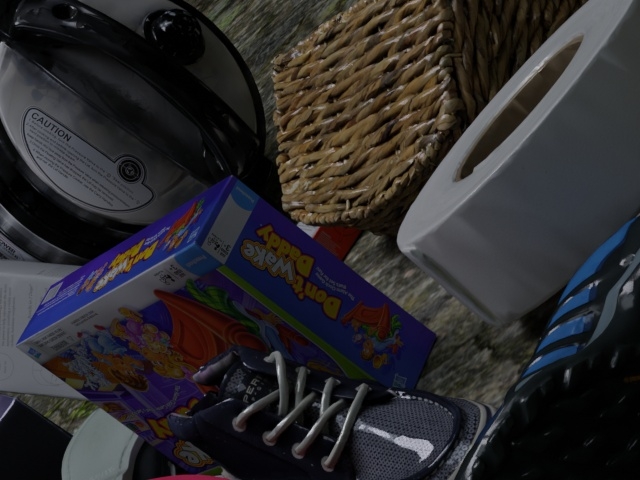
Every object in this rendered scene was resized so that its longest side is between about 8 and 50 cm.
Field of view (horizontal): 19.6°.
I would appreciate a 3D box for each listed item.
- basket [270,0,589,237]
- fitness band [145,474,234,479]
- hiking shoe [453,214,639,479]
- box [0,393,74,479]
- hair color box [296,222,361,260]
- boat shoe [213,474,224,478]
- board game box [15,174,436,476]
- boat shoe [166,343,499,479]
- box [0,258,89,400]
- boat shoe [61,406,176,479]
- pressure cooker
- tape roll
[{"bbox_3d":[0.122,-0.114,1.759,0.299,0.223,0.213,-28,63,52],"label":"basket"},{"bbox_3d":[-0.085,0.264,1.370,0.291,0.054,0.209,12,37,35],"label":"fitness band"},{"bbox_3d":[0.185,0.095,1.216,0.304,0.113,0.132,-49,5,-15],"label":"hiking shoe"},{"bbox_3d":[-0.384,0.324,2.020,0.294,0.183,0.296,-55,18,-15],"label":"box"},{"bbox_3d":[0.000,0.000,1.917,0.141,0.043,0.072,-56,18,-9],"label":"hair color box"},{"bbox_3d":[-0.133,0.306,1.574,0.258,0.095,0.084,-61,15,-22],"label":"boat shoe"},{"bbox_3d":[-0.094,0.090,1.666,0.347,0.233,0.078,-28,29,52],"label":"board game box"},{"bbox_3d":[0.002,0.151,1.436,0.340,0.158,0.127,-21,35,58],"label":"boat shoe"},{"bbox_3d":[-0.299,0.093,1.982,0.091,0.170,0.130,-40,-45,-77],"label":"box"},{"bbox_3d":[-0.196,0.247,1.844,0.114,0.091,0.302,-27,22,20],"label":"boat shoe"},{"bbox_3d":[-0.270,-0.106,2.166,0.420,0.370,0.375,-44,55,52],"label":"pressure cooker"},{"bbox_3d":[0.185,-0.070,1.421,0.286,0.100,0.286,-49,7,8],"label":"tape roll"}]
